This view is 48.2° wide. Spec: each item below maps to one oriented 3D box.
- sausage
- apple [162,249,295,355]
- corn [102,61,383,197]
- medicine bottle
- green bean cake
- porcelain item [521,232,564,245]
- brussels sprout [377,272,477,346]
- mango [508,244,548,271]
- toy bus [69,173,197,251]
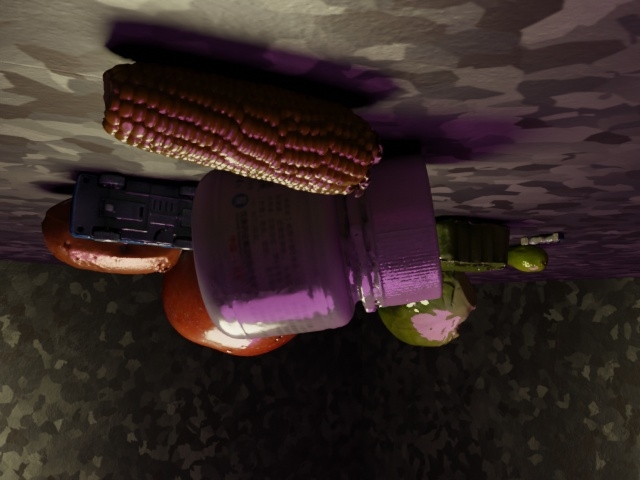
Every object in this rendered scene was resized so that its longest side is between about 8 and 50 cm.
[{"bbox_3d":[-0.400,-0.013,1.389,0.267,0.153,0.141,6,-179,-23],"label":"sausage"},{"bbox_3d":[-0.169,0.096,1.554,0.348,0.277,0.348,24,-175,-2],"label":"apple"},{"bbox_3d":[-0.073,-0.117,0.736,0.305,0.106,0.106,11,169,-32],"label":"corn"},{"bbox_3d":[0.000,0.000,1.026,0.324,0.256,0.256,-8,172,7],"label":"medicine bottle"},{"bbox_3d":[0.311,0.016,1.657,0.214,0.113,0.200,4,172,-23],"label":"green bean cake"},{"bbox_3d":[0.585,-0.003,1.829,0.075,0.021,0.136,0,175,-27],"label":"porcelain item"},{"bbox_3d":[0.348,0.193,2.382,0.344,0.344,0.268,-2,-150,25],"label":"brussels sprout"},{"bbox_3d":[0.575,0.046,2.033,0.091,0.074,0.165,-1,-172,-30],"label":"mango"},{"bbox_3d":[-0.316,-0.046,1.274,0.246,0.114,0.134,7,176,-25],"label":"toy bus"}]
